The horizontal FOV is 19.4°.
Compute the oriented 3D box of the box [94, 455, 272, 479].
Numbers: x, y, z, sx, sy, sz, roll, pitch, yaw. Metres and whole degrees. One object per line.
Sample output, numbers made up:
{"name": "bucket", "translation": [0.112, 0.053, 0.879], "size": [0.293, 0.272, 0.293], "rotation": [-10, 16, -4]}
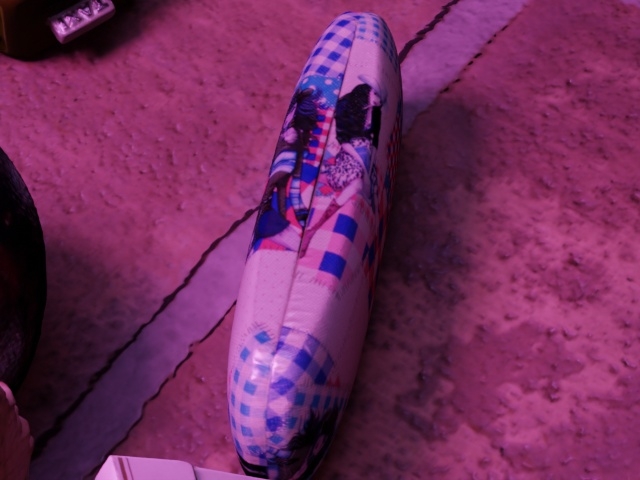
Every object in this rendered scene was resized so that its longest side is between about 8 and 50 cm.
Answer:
{"name": "box", "translation": [-0.021, 0.176, 0.994], "size": [0.198, 0.029, 0.109], "rotation": [15, 39, -35]}

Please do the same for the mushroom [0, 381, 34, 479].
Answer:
{"name": "mushroom", "translation": [-0.143, 0.221, 0.997], "size": [0.208, 0.302, 0.233], "rotation": [-25, 35, 51]}

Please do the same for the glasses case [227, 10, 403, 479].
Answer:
{"name": "glasses case", "translation": [0.000, 0.000, 1.148], "size": [0.076, 0.125, 0.327], "rotation": [9, 53, 6]}

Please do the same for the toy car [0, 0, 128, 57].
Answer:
{"name": "toy car", "translation": [-0.226, -0.226, 1.353], "size": [0.248, 0.204, 0.198], "rotation": [-31, 75, -16]}

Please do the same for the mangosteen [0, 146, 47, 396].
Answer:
{"name": "mangosteen", "translation": [-0.302, 0.016, 1.090], "size": [0.288, 0.288, 0.288], "rotation": [-5, 51, 7]}
